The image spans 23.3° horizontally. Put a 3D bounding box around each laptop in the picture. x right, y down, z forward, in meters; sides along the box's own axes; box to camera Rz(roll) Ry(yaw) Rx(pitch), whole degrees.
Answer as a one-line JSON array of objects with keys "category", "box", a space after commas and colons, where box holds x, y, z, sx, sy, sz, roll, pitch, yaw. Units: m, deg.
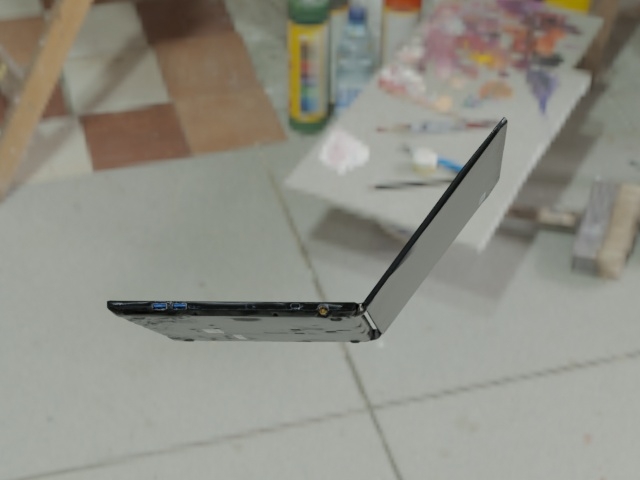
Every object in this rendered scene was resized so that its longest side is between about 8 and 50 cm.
[{"category": "laptop", "box": [0.000, 0.000, 1.124, 0.264, 0.234, 0.136, 0, 81, 5]}]
